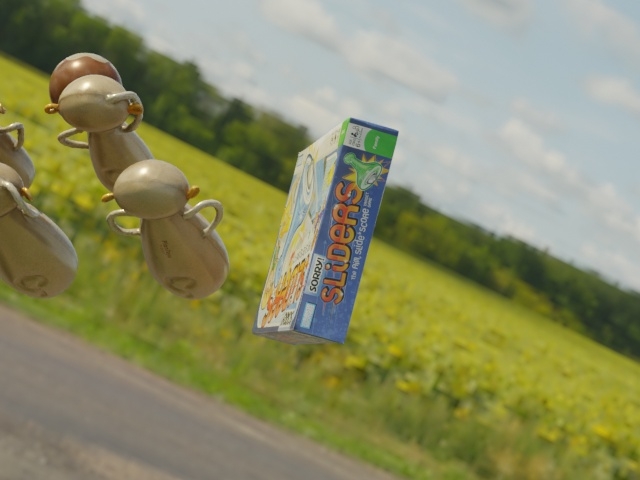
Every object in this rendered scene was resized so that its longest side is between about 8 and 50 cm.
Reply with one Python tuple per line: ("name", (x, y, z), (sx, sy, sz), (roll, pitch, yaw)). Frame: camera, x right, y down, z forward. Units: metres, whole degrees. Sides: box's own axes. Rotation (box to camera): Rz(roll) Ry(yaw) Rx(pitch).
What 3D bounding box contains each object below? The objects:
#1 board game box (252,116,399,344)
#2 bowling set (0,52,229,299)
("board game box", (0.000, 0.000, 1.168), (0.035, 0.136, 0.201), (15, -7, -8))
("bowling set", (-0.203, -0.066, 1.232), (0.287, 0.200, 0.154), (-5, -27, 8))
